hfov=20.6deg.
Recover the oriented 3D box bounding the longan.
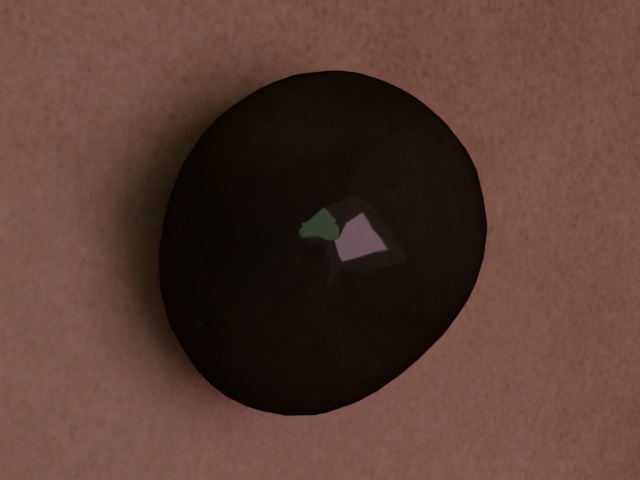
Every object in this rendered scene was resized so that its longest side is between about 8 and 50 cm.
[{"bbox_3d":[0.000,0.000,0.920,0.189,0.189,0.189,-4,96,-38],"label":"longan"}]
